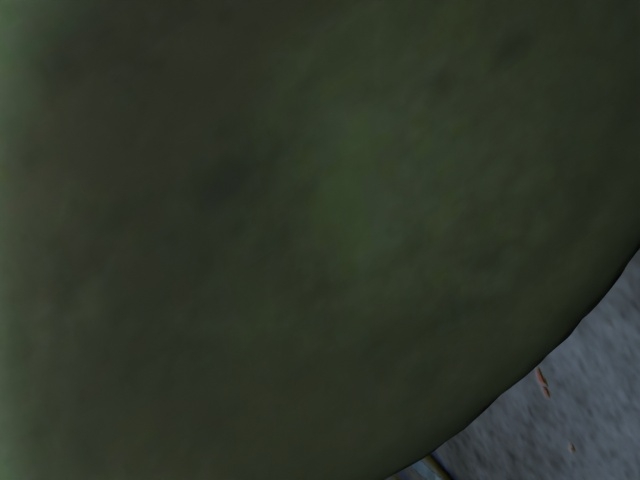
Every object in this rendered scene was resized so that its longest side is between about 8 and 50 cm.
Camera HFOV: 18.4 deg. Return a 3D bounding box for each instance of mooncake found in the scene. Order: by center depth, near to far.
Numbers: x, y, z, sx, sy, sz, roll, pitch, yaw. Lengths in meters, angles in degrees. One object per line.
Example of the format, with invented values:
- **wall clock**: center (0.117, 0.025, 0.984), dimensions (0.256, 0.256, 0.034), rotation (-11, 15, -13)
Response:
- **mooncake**: center (-0.033, -0.076, 0.678), dimensions (0.194, 0.356, 0.356), rotation (46, 152, 38)

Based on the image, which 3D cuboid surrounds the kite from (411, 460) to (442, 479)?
- **kite**: center (0.099, 0.218, 1.165), dimensions (0.360, 0.022, 0.204), rotation (47, 153, 33)
